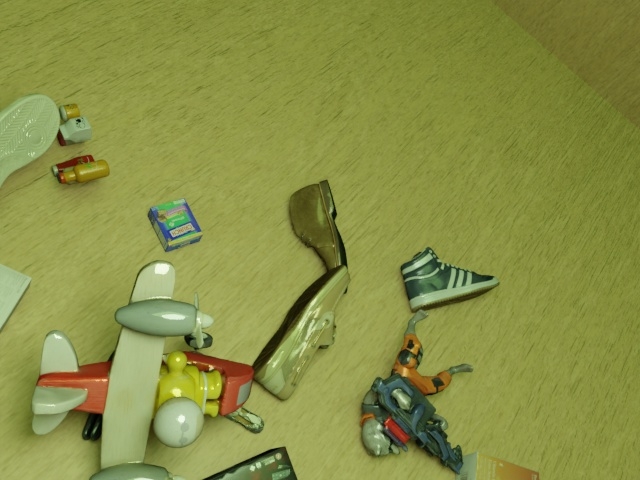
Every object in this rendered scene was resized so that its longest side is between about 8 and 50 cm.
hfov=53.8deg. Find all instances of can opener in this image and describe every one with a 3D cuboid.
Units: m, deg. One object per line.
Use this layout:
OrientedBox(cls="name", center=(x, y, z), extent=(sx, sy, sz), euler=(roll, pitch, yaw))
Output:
OrientedBox(cls="can opener", center=(-0.426, 0.309, 1.263), extent=(0.073, 0.059, 0.186), euler=(37, 60, -34))

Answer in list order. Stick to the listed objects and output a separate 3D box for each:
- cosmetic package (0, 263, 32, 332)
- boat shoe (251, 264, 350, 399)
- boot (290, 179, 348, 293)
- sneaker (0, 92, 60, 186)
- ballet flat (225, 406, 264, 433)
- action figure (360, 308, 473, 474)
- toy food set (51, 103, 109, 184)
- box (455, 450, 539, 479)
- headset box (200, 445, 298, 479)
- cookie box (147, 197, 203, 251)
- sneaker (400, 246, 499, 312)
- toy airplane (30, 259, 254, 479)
OrientedBox(cls="cosmetic package", center=(-0.671, 0.159, 1.229), extent=(0.099, 0.060, 0.239), euler=(28, 55, -13))
OrientedBox(cls="boat shoe", center=(-0.024, 0.206, 1.457), extent=(0.110, 0.122, 0.341), euler=(42, 69, -11))
OrientedBox(cls="boot", center=(0.000, 0.000, 1.617), extent=(0.115, 0.112, 0.305), euler=(-15, 71, 3))
OrientedBox(cls="sneaker", center=(-0.716, -0.190, 1.352), extent=(0.148, 0.131, 0.350), euler=(12, 56, 31))
OrientedBox(cls="ballet flat", center=(-0.168, 0.371, 1.347), extent=(0.114, 0.041, 0.041), euler=(32, 55, -4))
OrientedBox(cls="action figure", center=(0.218, 0.383, 1.476), extent=(0.330, 0.179, 0.341), euler=(-45, 113, -29))
OrientedBox(cls="toy food set", center=(-0.577, -0.207, 1.451), extent=(0.105, 0.111, 0.232), euler=(-19, 65, -29))
OrientedBox(cls="box", center=(0.405, 0.579, 1.450), extent=(0.171, 0.091, 0.130), euler=(21, 56, -11))
OrientedBox(cls="headset box", center=(-0.122, 0.572, 1.189), extent=(0.218, 0.110, 0.293), euler=(-16, 77, -26))
OrientedBox(cls="cookie box", center=(-0.345, -0.037, 1.500), extent=(0.092, 0.040, 0.107), euler=(-21, 73, -32))
OrientedBox(cls="sneaker", center=(0.345, 0.090, 1.697), extent=(0.282, 0.099, 0.153), euler=(-10, 69, -25))
OrientedBox(cls="toy airplane", center=(-0.318, 0.280, 1.136), extent=(0.384, 0.272, 0.386), euler=(-42, 127, -20))
